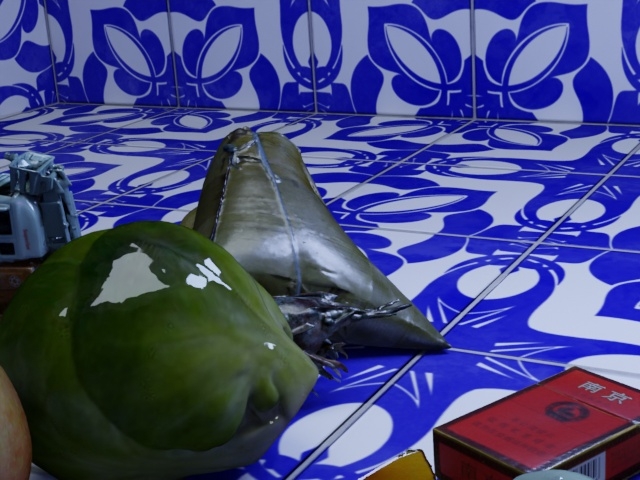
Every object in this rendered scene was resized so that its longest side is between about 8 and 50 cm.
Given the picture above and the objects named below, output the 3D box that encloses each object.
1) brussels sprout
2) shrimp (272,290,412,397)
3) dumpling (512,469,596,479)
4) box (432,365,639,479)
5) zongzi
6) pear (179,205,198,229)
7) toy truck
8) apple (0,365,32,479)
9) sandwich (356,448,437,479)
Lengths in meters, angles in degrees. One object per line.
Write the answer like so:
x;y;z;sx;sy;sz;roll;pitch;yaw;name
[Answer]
-0.186;0.132;1.264;0.354;0.281;0.289;21;37;-1;brussels sprout
-0.065;0.135;1.475;0.372;0.137;0.172;-5;14;-2;shrimp
0.254;0.284;1.029;0.105;0.149;0.216;-53;30;-15;dumpling
0.262;0.222;1.237;0.240;0.074;0.153;-16;17;-34;box
0.000;0.000;1.664;0.393;0.174;0.356;9;47;-6;zongzi
-0.159;0.018;1.821;0.167;0.167;0.136;-2;27;7;pear
-0.396;0.042;1.503;0.184;0.338;0.133;0;18;11;toy truck
-0.437;0.201;1.068;0.319;0.319;0.277;-5;17;-3;apple
0.050;0.283;1.108;0.162;0.058;0.193;-7;20;-7;sandwich
